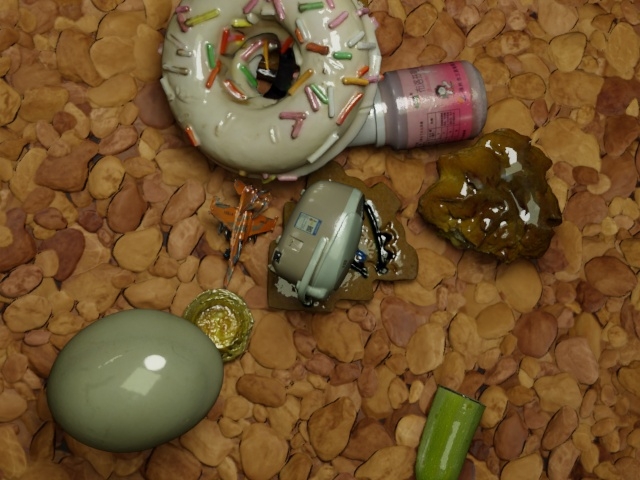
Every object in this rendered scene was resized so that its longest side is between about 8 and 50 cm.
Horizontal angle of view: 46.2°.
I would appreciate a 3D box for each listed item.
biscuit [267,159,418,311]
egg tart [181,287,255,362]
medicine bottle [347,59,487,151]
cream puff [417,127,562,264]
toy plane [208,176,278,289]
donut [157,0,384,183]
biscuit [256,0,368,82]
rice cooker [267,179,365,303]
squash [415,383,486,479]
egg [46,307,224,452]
[{"bbox_3d":[0.025,0.018,1.324,0.278,0.043,0.301,44,80,-3],"label":"biscuit"},{"bbox_3d":[-0.173,0.145,1.278,0.130,0.052,0.131,1,82,-8],"label":"egg tart"},{"bbox_3d":[0.157,-0.230,1.315,0.246,0.147,0.147,-9,87,-4],"label":"medicine bottle"},{"bbox_3d":[0.301,-0.073,1.328,0.268,0.155,0.241,-9,92,-16],"label":"cream puff"},{"bbox_3d":[-0.143,-0.011,1.293,0.135,0.062,0.188,15,101,-34],"label":"toy plane"},{"bbox_3d":[-0.089,-0.280,1.217,0.382,0.142,0.383,2,97,16],"label":"donut"},{"bbox_3d":[-0.060,-0.429,1.352,0.305,0.038,0.306,1,85,-8],"label":"biscuit"},{"bbox_3d":[0.000,0.000,1.231,0.127,0.145,0.206,28,86,10],"label":"rice cooker"},{"bbox_3d":[0.215,0.354,1.307,0.095,0.095,0.188,23,87,-7],"label":"squash"},{"bbox_3d":[-0.287,0.216,1.170,0.269,0.219,0.219,-15,88,-16],"label":"egg"}]
